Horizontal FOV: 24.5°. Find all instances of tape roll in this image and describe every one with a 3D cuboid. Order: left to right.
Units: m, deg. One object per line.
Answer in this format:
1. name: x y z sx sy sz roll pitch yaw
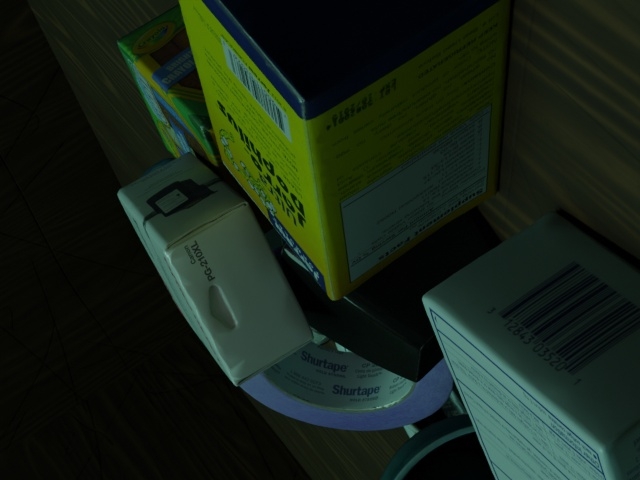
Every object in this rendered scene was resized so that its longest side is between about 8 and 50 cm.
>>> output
1. tape roll: 0.026 0.117 1.749 0.274 0.275 0.090 71 -157 -50

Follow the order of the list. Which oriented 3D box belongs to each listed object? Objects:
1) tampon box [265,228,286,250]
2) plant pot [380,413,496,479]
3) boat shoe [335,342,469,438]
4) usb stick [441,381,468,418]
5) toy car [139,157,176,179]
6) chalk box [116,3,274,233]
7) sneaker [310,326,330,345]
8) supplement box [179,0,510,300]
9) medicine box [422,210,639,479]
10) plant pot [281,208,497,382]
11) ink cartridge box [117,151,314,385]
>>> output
1. tampon box: 0.000 0.000 1.819 0.120 0.101 0.161 49 145 32
2. plant pot: 0.178 0.319 1.710 0.271 0.272 0.255 59 178 -7
3. boat shoe: 0.115 0.192 2.001 0.267 0.096 0.088 59 164 -13
4. usb stick: 0.126 0.122 1.893 0.278 0.045 0.077 58 160 -3
5. toy car: -0.085 -0.047 1.975 0.219 0.210 0.238 51 159 -23
6. chalk box: -0.100 -0.175 1.693 0.289 0.180 0.179 44 163 43
7. sneaker: -0.047 0.041 2.333 0.115 0.105 0.281 -22 100 48
8. supplement box: 0.023 -0.137 1.254 0.195 0.194 0.356 51 167 24
9. medicine box: 0.249 0.165 1.248 0.263 0.149 0.289 42 161 53
10. plant pot: 0.085 0.035 1.525 0.167 0.188 0.187 44 165 17
11. ink cartridge box: -0.114 0.024 1.554 0.172 0.100 0.237 64 170 -23
